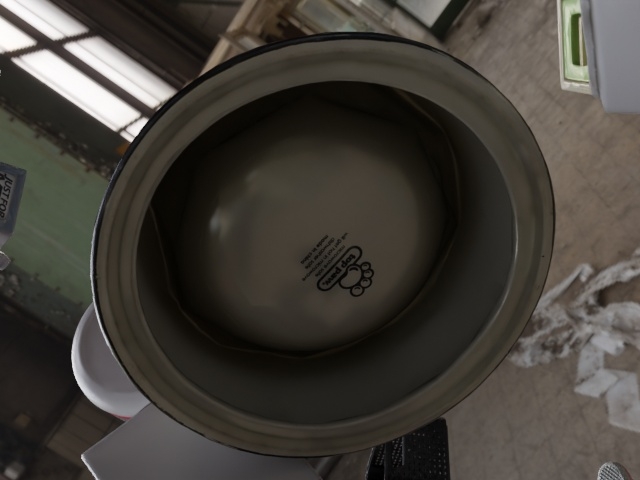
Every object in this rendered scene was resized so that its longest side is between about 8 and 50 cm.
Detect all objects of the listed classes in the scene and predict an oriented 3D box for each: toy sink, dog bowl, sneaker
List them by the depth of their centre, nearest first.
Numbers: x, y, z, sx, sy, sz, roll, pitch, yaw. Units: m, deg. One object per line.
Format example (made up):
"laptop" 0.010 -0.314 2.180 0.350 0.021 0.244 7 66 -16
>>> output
"dog bowl" 0.000 0.000 0.658 0.408 0.407 0.150 -54 24 13
"toy sink" 0.408 -0.277 0.919 0.234 0.131 0.153 -89 -9 -74
"sneaker" 0.418 0.355 0.920 0.070 0.135 0.051 -10 -10 -34

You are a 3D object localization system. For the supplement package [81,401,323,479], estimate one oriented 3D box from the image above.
"supplement package" -0.084 0.307 0.733 0.177 0.293 0.175 -35 -31 -21

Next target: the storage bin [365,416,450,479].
"storage bin" 0.112 0.326 0.926 0.122 0.084 0.180 -83 0 -47

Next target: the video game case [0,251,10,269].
"video game case" -0.436 -0.029 0.769 0.157 0.143 0.019 22 72 42

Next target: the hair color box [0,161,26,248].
"hair color box" -0.623 -0.070 0.934 0.185 0.374 0.114 -34 47 43

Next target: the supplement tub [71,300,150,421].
"supplement tub" -0.201 0.180 0.968 0.191 0.191 0.272 -58 -25 -19

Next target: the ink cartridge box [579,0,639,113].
"ink cartridge box" 0.325 -0.207 0.296 0.394 0.285 0.166 7 57 31
